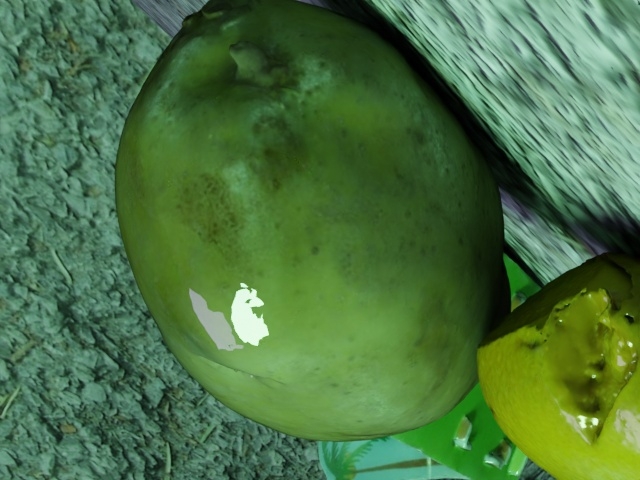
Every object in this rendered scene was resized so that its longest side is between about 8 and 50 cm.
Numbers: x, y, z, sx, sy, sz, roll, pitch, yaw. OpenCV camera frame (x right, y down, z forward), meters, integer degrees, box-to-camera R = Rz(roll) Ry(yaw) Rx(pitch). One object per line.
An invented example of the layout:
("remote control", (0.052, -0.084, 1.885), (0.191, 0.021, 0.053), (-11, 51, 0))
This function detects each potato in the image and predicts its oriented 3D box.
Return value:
("potato", (0.000, 0.000, 0.794), (0.220, 0.243, 0.326), (-3, 161, 20))

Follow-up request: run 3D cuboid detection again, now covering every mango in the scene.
("mango", (0.175, 0.082, 0.694), (0.167, 0.130, 0.262), (37, 175, 6))

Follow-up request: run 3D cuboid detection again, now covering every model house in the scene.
("model house", (0.026, 0.146, 1.292), (0.323, 0.340, 0.300), (18, 169, 37))
